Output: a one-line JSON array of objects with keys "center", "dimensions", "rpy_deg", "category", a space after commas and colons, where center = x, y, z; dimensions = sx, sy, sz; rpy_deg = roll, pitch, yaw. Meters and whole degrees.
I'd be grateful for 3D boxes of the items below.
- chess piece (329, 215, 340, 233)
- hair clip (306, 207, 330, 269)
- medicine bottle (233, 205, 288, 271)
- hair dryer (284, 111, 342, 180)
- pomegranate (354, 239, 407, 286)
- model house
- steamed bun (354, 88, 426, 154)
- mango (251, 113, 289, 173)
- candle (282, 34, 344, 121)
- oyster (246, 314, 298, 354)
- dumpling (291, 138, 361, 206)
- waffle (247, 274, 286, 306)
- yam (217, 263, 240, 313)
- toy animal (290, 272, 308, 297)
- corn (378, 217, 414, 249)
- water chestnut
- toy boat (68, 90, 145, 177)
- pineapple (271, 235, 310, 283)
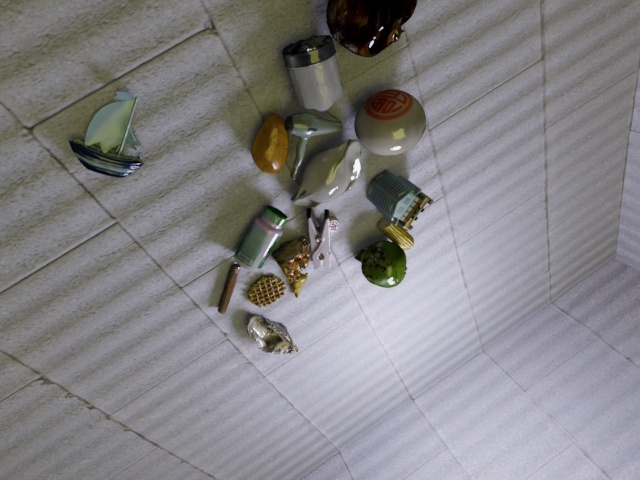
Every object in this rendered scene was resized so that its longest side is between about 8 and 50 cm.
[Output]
[{"center": [0.051, -0.072, 1.878], "dimensions": [0.083, 0.038, 0.083], "rpy_deg": [-14, 125, -21], "category": "chess piece"}, {"center": [0.000, -0.003, 1.848], "dimensions": [0.101, 0.085, 0.331], "rpy_deg": [-6, 133, -1], "category": "hair clip"}, {"center": [-0.249, -0.010, 1.701], "dimensions": [0.133, 0.133, 0.274], "rpy_deg": [22, 109, -36], "category": "medicine bottle"}, {"center": [-0.021, -0.376, 1.548], "dimensions": [0.229, 0.092, 0.267], "rpy_deg": [-19, 137, -17], "category": "hair dryer"}, {"center": [0.303, 0.113, 2.007], "dimensions": [0.270, 0.254, 0.254], "rpy_deg": [20, 115, 7], "category": "pomegranate"}, {"center": [0.356, -0.190, 1.850], "dimensions": [0.215, 0.224, 0.198], "rpy_deg": [25, 108, -40], "category": "model house"}, {"center": [0.270, -0.481, 1.573], "dimensions": [0.283, 0.283, 0.177], "rpy_deg": [-30, 145, -7], "category": "steamed bun"}, {"center": [-0.189, -0.366, 1.523], "dimensions": [0.147, 0.109, 0.227], "rpy_deg": [-5, 121, -25], "category": "mango"}, {"center": [-0.008, -0.562, 1.447], "dimensions": [0.187, 0.187, 0.330], "rpy_deg": [-27, 129, -10], "category": "candle"}, {"center": [-0.246, 0.479, 2.030], "dimensions": [0.341, 0.110, 0.166], "rpy_deg": [26, 100, -34], "category": "oyster"}, {"center": [0.048, -0.265, 1.678], "dimensions": [0.260, 0.181, 0.341], "rpy_deg": [15, 102, -56], "category": "dumpling"}, {"center": [-0.256, 0.243, 1.919], "dimensions": [0.191, 0.038, 0.191], "rpy_deg": [-13, 124, -19], "category": "waffle"}, {"center": [-0.414, 0.216, 1.814], "dimensions": [0.046, 0.046, 0.264], "rpy_deg": [8, 115, -31], "category": "yam"}, {"center": [-0.116, 0.221, 1.960], "dimensions": [0.083, 0.070, 0.159], "rpy_deg": [-47, 160, -48], "category": "toy animal"}, {"center": [0.393, -0.029, 2.046], "dimensions": [0.093, 0.093, 0.244], "rpy_deg": [-49, 128, 8], "category": "corn"}, {"center": [0.140, -0.808, 1.330], "dimensions": [0.335, 0.347, 0.335], "rpy_deg": [-51, 163, -21], "category": "water chestnut"}, {"center": [-0.664, -0.334, 1.328], "dimensions": [0.291, 0.070, 0.210], "rpy_deg": [-46, 131, 2], "category": "toy boat"}, {"center": [-0.133, 0.079, 1.810], "dimensions": [0.186, 0.236, 0.114], "rpy_deg": [-4, 126, 22], "category": "pineapple"}]
